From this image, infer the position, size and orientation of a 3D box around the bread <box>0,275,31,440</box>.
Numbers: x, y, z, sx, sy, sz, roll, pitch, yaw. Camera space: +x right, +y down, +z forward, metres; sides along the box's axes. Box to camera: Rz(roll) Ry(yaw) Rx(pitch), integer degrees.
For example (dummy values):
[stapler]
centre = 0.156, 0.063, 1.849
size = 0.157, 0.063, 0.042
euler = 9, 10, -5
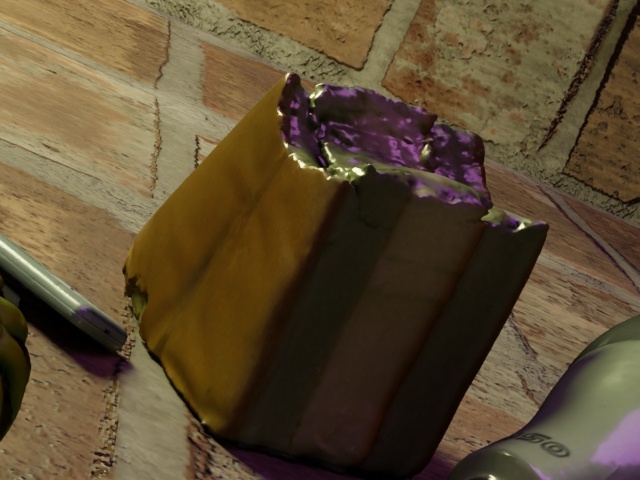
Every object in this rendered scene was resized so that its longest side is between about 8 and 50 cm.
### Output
[bread]
centre = -0.177, 0.035, 0.642
size = 0.139, 0.071, 0.130
euler = 52, 29, -13

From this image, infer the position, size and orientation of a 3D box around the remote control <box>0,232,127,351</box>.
[remote control]
centre = -0.163, 0.024, 0.923
size = 0.124, 0.018, 0.053
euler = 33, -7, 33

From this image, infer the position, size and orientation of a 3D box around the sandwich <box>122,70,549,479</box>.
[sandwich]
centre = 0.000, 0.000, 0.952
size = 0.155, 0.198, 0.227
euler = 18, 14, -32

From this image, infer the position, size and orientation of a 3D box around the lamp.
[lamp]
centre = 0.178, 0.127, 0.833
size = 0.182, 0.182, 0.314
euler = 32, 18, 28

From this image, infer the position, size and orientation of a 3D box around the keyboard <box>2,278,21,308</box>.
[keyboard]
centre = -0.258, 0.004, 0.861
size = 0.196, 0.015, 0.074
euler = 22, 16, -14
